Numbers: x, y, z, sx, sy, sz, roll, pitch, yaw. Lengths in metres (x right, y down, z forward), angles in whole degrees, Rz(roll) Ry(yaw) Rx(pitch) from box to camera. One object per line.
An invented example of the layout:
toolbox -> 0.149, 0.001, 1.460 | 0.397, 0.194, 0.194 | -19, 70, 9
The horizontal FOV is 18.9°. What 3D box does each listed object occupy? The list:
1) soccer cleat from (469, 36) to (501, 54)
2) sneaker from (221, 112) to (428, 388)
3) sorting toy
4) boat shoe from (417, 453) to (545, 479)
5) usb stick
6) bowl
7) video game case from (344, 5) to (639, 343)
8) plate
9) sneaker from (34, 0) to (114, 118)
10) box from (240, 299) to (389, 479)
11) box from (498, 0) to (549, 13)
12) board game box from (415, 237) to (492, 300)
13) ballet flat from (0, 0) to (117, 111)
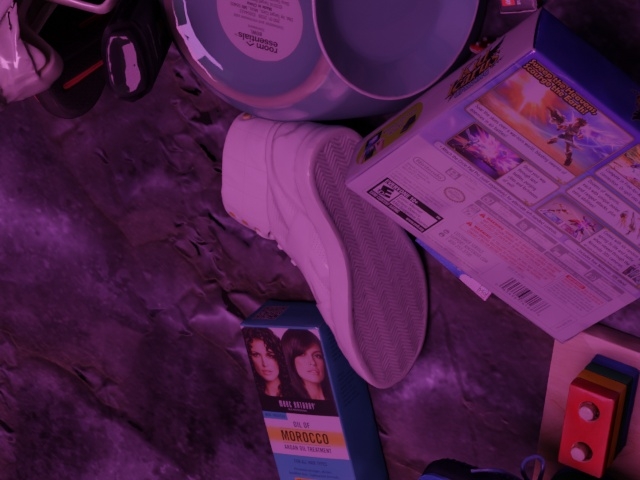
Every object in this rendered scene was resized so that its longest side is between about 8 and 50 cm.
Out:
soccer cleat -> 0.170, -0.158, 1.711 | 0.083, 0.029, 0.036 | 14, 118, 22
sneaker -> 0.000, 0.000, 1.879 | 0.169, 0.108, 0.293 | 20, 136, 47
sorting toy -> 0.311, 0.235, 1.789 | 0.257, 0.089, 0.256 | 20, 124, 24
boat shoe -> 0.213, 0.268, 1.762 | 0.258, 0.089, 0.109 | 29, 141, 12
usb stick -> -0.162, -0.196, 1.766 | 0.045, 0.278, 0.077 | -4, 110, 4
bowl -> -0.024, -0.231, 1.715 | 0.311, 0.163, 0.312 | 16, 122, 27
video game case -> 0.201, -0.048, 1.662 | 0.269, 0.061, 0.244 | 35, 136, -21
plate -> 0.060, -0.212, 1.609 | 0.024, 0.188, 0.188 | 18, 126, 48
sneaker -> -0.314, -0.267, 1.946 | 0.136, 0.116, 0.314 | -14, 104, 54
box -> -0.002, 0.183, 1.991 | 0.100, 0.060, 0.244 | 1, 115, 34
box -> 0.165, -0.302, 1.579 | 0.036, 0.114, 0.207 | -1, 114, 34
board game box -> 0.147, -0.002, 1.816 | 0.090, 0.020, 0.090 | 41, 131, 9
ballet flat -> -0.268, -0.225, 1.794 | 0.139, 0.139, 0.400 | 34, 89, 14
